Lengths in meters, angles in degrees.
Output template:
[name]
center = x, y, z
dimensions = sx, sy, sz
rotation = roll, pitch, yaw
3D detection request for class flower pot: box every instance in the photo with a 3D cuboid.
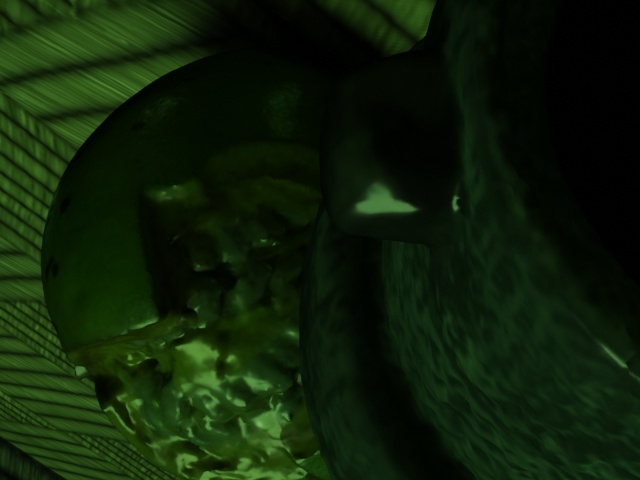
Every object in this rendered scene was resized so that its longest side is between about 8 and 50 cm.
[flower pot]
center = 0.129, 0.026, 0.585
dimensions = 0.299, 0.299, 0.283
rotation = 28, 157, 4

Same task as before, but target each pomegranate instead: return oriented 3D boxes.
[pomegranate]
center = 0.000, 0.000, 0.895
dimensions = 0.302, 0.236, 0.236
rotation = -26, 131, 27
